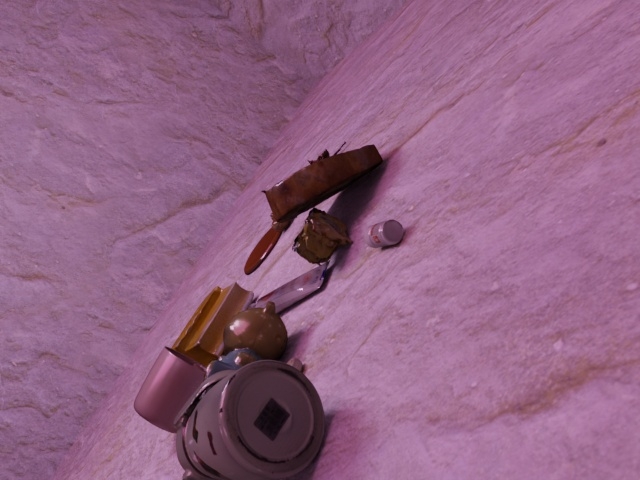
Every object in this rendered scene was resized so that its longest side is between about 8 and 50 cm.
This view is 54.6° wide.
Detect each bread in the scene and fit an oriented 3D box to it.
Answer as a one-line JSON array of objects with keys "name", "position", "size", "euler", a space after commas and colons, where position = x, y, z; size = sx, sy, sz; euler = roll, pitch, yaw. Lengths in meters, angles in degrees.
[{"name": "bread", "position": [-0.149, -0.081, 2.382], "size": [0.082, 0.060, 0.113], "euler": [-33, 28, 14]}]

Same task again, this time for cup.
[{"name": "cup", "position": [-0.434, 0.459, 1.885], "size": [0.200, 0.192, 0.253], "euler": [-60, -13, -9]}]

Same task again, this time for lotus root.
[{"name": "lotus root", "position": [0.007, -0.174, 1.849], "size": [0.375, 0.111, 0.390], "euler": [-30, -1, 12]}]

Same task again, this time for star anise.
[{"name": "star anise", "position": [0.027, -0.309, 2.372], "size": [0.190, 0.070, 0.097], "euler": [-46, 44, 19]}]

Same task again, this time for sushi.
[{"name": "sushi", "position": [0.004, -0.006, 1.696], "size": [0.131, 0.139, 0.291], "euler": [-56, 5, 11]}]

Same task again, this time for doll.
[{"name": "doll", "position": [-0.176, 0.281, 1.508], "size": [0.177, 0.162, 0.260], "euler": [111, 180, -51]}]

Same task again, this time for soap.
[{"name": "soap", "position": [-0.368, 0.297, 2.095], "size": [0.259, 0.143, 0.281], "euler": [-33, 20, 46]}]

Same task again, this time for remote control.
[{"name": "remote control", "position": [-0.072, 0.316, 1.370], "size": [0.074, 0.032, 0.122], "euler": [-46, 18, 26]}]

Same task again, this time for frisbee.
[{"name": "frisbee", "position": [-0.228, 0.030, 2.462], "size": [0.251, 0.021, 0.250], "euler": [-49, 15, 18]}]

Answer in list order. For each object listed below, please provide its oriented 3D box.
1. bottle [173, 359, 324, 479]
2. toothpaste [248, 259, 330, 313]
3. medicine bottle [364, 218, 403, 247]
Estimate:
[{"name": "bottle", "position": [-0.158, 0.367, 1.209], "size": [0.352, 0.229, 0.229], "euler": [-39, 21, 51]}, {"name": "toothpaste", "position": [-0.088, 0.149, 1.729], "size": [0.323, 0.066, 0.100], "euler": [-33, 24, 42]}, {"name": "medicine bottle", "position": [0.143, -0.014, 1.409], "size": [0.057, 0.057, 0.089], "euler": [-59, 16, -19]}]
